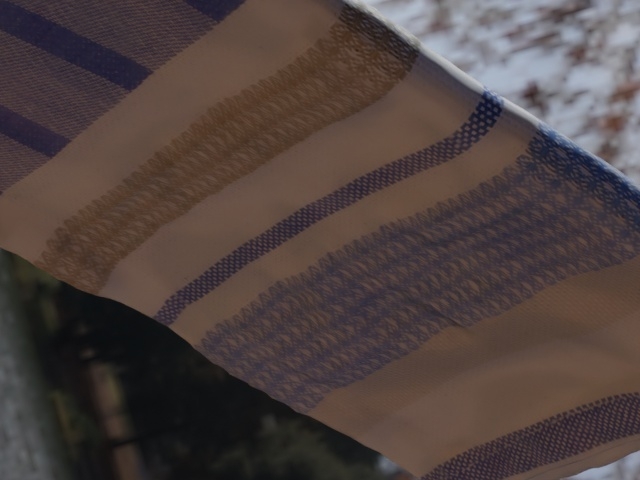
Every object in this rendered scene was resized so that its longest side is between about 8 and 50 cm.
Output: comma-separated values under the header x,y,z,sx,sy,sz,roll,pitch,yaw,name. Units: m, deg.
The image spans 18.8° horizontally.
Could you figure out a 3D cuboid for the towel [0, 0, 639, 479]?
x,y,z,sx,sy,sz,roll,pitch,yaw,name
0.000,0.000,0.630,0.209,0.285,0.034,-29,-145,53,towel
